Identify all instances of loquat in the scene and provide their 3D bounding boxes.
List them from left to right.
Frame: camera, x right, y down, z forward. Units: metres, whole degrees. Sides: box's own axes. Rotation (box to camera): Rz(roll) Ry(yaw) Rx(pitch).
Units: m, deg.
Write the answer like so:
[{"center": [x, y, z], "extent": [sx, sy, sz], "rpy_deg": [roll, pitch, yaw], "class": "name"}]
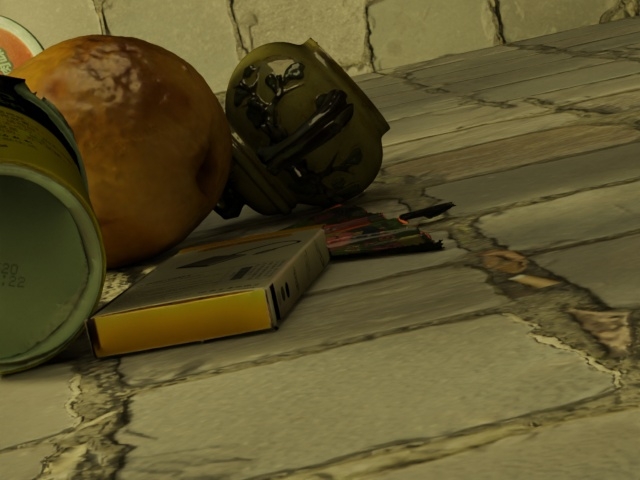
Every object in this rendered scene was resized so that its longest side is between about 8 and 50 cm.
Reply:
[{"center": [-0.194, -0.083, 1.575], "extent": [0.238, 0.193, 0.238], "rpy_deg": [-15, 48, 18], "class": "loquat"}]

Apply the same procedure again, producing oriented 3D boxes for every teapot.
[{"center": [-0.037, -0.091, 1.669], "extent": [0.182, 0.173, 0.269], "rpy_deg": [-41, 9, 0], "class": "teapot"}]

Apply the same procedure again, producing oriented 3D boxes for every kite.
[{"center": [0.000, 0.000, 1.450], "extent": [0.234, 0.016, 0.321], "rpy_deg": [-15, 8, -10], "class": "kite"}]

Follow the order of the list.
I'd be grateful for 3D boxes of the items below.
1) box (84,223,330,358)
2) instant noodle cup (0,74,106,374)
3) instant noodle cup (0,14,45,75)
[{"center": [-0.071, 0.033, 1.257], "extent": [0.129, 0.033, 0.247], "rpy_deg": [-11, 8, 13], "class": "box"}, {"center": [-0.247, -0.006, 1.259], "extent": [0.216, 0.215, 0.236], "rpy_deg": [-14, 17, -16], "class": "instant noodle cup"}, {"center": [-0.480, -0.157, 2.391], "extent": [0.294, 0.293, 0.308], "rpy_deg": [-13, 1, -6], "class": "instant noodle cup"}]
